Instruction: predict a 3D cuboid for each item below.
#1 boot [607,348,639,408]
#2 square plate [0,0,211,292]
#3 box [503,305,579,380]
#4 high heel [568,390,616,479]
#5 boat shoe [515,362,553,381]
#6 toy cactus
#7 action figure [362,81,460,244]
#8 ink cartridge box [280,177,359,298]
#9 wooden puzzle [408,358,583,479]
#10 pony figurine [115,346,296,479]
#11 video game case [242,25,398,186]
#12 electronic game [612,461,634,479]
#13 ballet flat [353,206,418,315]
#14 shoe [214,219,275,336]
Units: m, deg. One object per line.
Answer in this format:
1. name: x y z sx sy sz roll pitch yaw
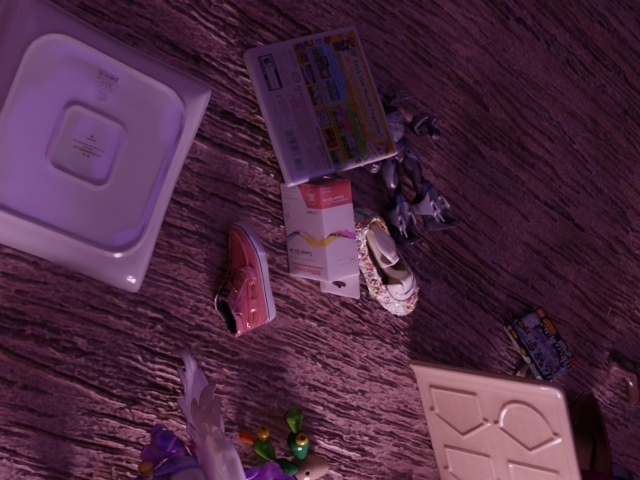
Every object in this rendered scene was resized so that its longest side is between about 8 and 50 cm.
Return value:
1. boot: 0.659 0.301 2.172 0.114 0.037 0.107 27 67 -37
2. square plate: -0.342 -0.136 1.420 0.347 0.049 0.344 24 82 -35
3. box: 0.436 0.207 1.969 0.093 0.027 0.137 -23 73 -32
4. high heel: 0.512 0.401 1.920 0.127 0.377 0.181 16 92 -1
5. boat shoe: 0.433 0.358 1.998 0.080 0.073 0.224 -7 98 -32
6. toy cactus: -0.058 0.382 1.660 0.180 0.112 0.219 13 83 -54
7. action figure: 0.136 -0.142 1.724 0.185 0.099 0.285 -27 105 -16
8. ink cartridge box: 0.000 0.000 1.632 0.067 0.115 0.198 -14 102 -34
9. wooden puzzle: 0.333 0.365 1.784 0.080 0.322 0.348 -33 114 -37
10. pony figurine: -0.187 0.371 1.469 0.363 0.303 0.351 -26 106 -6
11. video game case: 0.002 -0.220 1.615 0.206 0.026 0.227 -18 88 -25
12. electronic game: 0.599 0.589 2.155 0.229 0.048 0.229 -6 103 -27
13. ballet flat: 0.115 0.045 1.741 0.091 0.077 0.241 -47 119 -22
14. shoe: -0.129 0.063 1.580 0.081 0.063 0.178 -27 114 -35
